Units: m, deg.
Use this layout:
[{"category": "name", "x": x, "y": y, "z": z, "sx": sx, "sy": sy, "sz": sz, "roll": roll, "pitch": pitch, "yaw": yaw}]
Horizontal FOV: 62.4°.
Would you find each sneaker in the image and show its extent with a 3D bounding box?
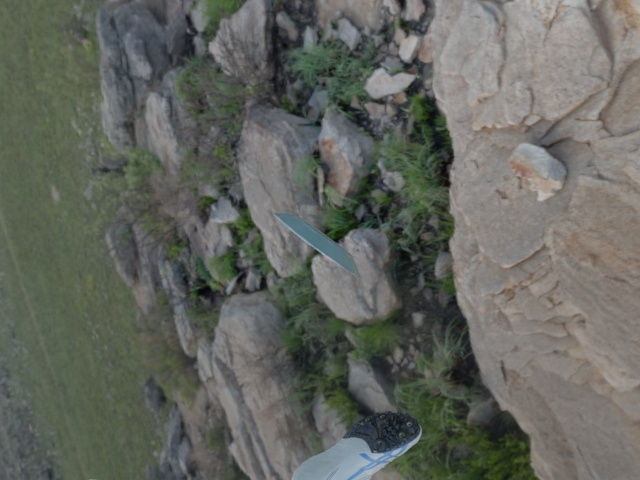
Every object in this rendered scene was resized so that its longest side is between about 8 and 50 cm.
[{"category": "sneaker", "x": 0.065, "y": 0.361, "z": 0.867, "sx": 0.086, "sy": 0.237, "sz": 0.085, "roll": 53, "pitch": -171, "yaw": -27}]

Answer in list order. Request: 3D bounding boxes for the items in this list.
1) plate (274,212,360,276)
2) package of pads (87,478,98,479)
[{"category": "plate", "x": 0.000, "y": 0.000, "z": 0.929, "sx": 0.188, "sy": 0.188, "sz": 0.024, "roll": 39, "pitch": 95, "yaw": 38}, {"category": "package of pads", "x": -0.325, "y": 0.491, "z": 0.686, "sx": 0.229, "sy": 0.101, "sz": 0.296, "roll": -34, "pitch": 79, "yaw": 23}]
